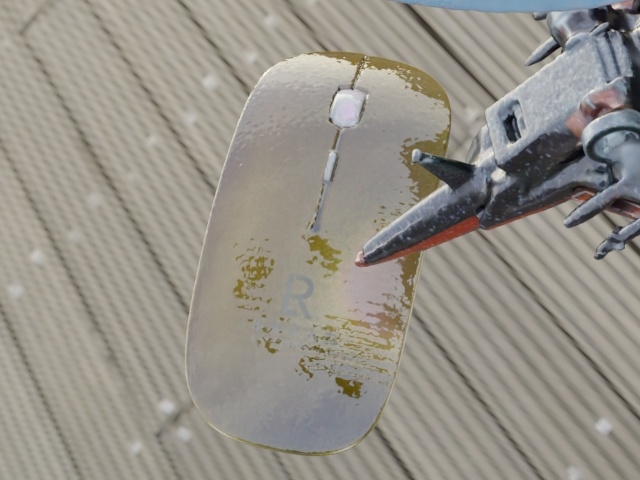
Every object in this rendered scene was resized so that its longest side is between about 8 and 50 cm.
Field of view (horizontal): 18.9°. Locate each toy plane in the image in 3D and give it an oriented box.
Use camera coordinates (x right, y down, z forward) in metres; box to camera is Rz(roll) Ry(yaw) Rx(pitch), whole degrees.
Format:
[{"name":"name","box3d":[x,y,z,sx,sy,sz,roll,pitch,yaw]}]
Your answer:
[{"name":"toy plane","box3d":[0.080,-0.037,0.672,0.189,0.061,0.130,-27,56,23]}]

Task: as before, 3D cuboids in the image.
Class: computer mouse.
[{"name":"computer mouse","box3d":[0.000,0.000,1.095,0.126,0.056,0.245,11,71,10]}]

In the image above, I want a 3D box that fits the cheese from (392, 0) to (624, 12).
[{"name":"cheese","box3d":[-0.013,-0.084,0.334,0.256,0.106,0.037,-8,24,-13]}]
